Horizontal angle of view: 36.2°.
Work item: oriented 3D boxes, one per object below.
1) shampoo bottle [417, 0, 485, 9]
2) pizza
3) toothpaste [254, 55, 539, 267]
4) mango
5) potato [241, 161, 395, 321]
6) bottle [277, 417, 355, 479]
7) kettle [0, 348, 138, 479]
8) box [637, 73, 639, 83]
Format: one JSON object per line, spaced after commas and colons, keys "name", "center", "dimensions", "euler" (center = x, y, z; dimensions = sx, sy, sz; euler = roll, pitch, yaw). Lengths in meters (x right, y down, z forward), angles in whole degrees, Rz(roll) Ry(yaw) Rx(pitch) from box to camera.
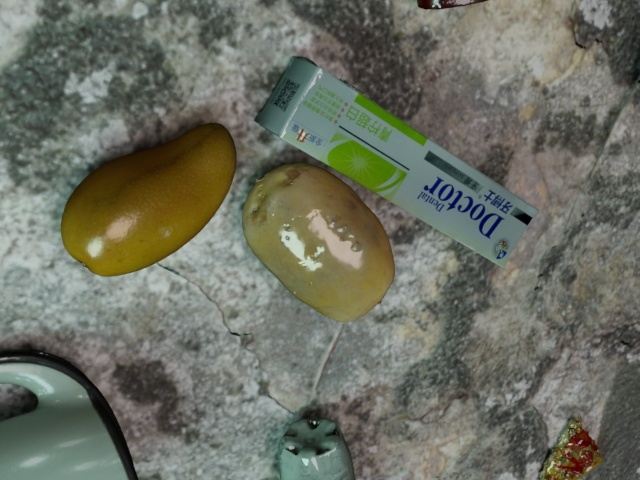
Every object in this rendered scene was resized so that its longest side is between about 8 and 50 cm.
{"name": "shampoo bottle", "center": [0.128, -0.363, 0.945], "dimensions": [0.102, 0.064, 0.260], "euler": [-17, 114, -19]}
{"name": "pizza", "center": [0.336, 0.299, 1.320], "dimensions": [0.099, 0.029, 0.100], "euler": [-40, 122, -10]}
{"name": "toothpaste", "center": [0.091, -0.076, 1.028], "dimensions": [0.336, 0.067, 0.081], "euler": [28, 96, -33]}
{"name": "mango", "center": [-0.153, -0.038, 0.898], "dimensions": [0.184, 0.085, 0.102], "euler": [-38, 118, -24]}
{"name": "potato", "center": [0.000, 0.000, 0.980], "dimensions": [0.178, 0.118, 0.109], "euler": [48, 46, -20]}
{"name": "bottle", "center": [0.005, 0.327, 1.118], "dimensions": [0.083, 0.083, 0.270], "euler": [-19, 120, -22]}
{"name": "kettle", "center": [-0.291, 0.217, 0.881], "dimensions": [0.236, 0.161, 0.221], "euler": [-19, 85, -23]}
{"name": "box", "center": [0.489, -0.326, 1.085], "dimensions": [0.112, 0.190, 0.370], "euler": [1, 108, -29]}
